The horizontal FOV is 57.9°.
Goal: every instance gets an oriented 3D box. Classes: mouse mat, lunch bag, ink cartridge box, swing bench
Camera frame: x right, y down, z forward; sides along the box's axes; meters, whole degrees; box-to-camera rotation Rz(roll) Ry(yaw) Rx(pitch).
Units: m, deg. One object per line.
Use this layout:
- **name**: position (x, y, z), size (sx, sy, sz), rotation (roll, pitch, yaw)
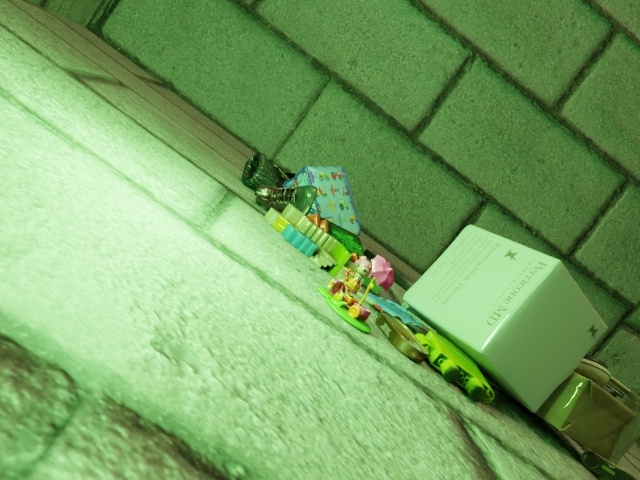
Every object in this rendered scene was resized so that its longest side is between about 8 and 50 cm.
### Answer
- **mouse mat**: position (0.061, 0.000, 1.785), size (0.189, 0.007, 0.153), rotation (27, -27, 35)
- **lunch bag**: position (0.031, -0.116, 2.119), size (0.220, 0.138, 0.293), rotation (-7, 69, -49)
- **ink cartridge box**: position (0.134, 0.092, 1.966), size (0.209, 0.062, 0.109), rotation (38, 7, 9)
- **swing bench**: position (0.961, 0.594, 1.983), size (0.165, 0.253, 0.254), rotation (30, 10, -43)

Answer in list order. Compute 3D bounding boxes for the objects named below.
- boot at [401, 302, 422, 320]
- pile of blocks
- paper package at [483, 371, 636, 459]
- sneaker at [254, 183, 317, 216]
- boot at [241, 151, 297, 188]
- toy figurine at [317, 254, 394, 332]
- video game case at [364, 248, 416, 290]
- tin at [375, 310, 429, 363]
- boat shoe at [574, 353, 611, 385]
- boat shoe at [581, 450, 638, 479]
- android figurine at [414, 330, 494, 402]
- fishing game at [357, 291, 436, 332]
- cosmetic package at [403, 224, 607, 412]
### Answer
- **boot**: position (0.344, 0.244, 2.042), size (0.086, 0.069, 0.190), rotation (46, 17, 15)
- **pile of blocks**: position (0.000, 0.000, 1.713), size (0.362, 0.113, 0.149), rotation (37, 7, 3)
- **paper package**: position (0.728, 0.476, 1.781), size (0.309, 0.168, 0.325), rotation (33, -2, -29)
- **sneaker**: position (-0.127, -0.134, 1.861), size (0.162, 0.107, 0.281), rotation (23, -18, -18)
- **boot**: position (-0.187, -0.240, 2.260), size (0.260, 0.131, 0.348), rotation (34, 8, -24)
- **toy figurine**: position (0.097, 0.100, 1.353), size (0.173, 0.159, 0.130), rotation (41, 8, 36)
- **video game case**: position (0.351, 0.153, 2.718), size (0.275, 0.035, 0.248), rotation (42, 9, 31)
- **tin**: position (0.204, 0.243, 1.461), size (0.106, 0.040, 0.190), rotation (29, 10, -26)
- **boat shoe**: position (0.824, 0.366, 2.033), size (0.186, 0.156, 0.500), rotation (37, -3, -14)
- **boat shoe**: position (0.843, 0.676, 1.668), size (0.190, 0.068, 0.072), rotation (40, -4, 22)
- **android figurine**: position (0.351, 0.328, 1.536), size (0.248, 0.056, 0.273), rotation (36, 8, -8)
- **fishing game**: position (0.208, 0.209, 1.683), size (0.264, 0.041, 0.189), rotation (24, 7, -42)
- **cosmetic package**: position (0.529, 0.212, 1.700), size (0.327, 0.329, 0.393), rotation (46, -6, -28)
